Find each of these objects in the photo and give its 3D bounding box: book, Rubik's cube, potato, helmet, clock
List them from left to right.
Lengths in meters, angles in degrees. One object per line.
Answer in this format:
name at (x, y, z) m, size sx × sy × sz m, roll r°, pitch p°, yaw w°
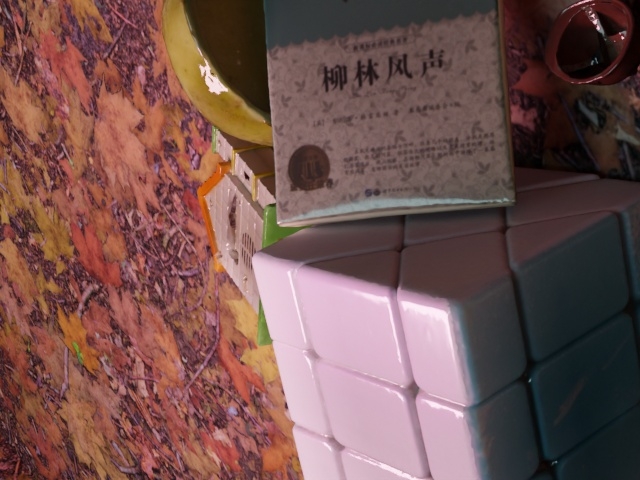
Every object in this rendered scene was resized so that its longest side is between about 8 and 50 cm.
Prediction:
potato at (-0.078, -0.239, 1.479) m, size 0.213 × 0.280 × 0.330 m, roll -13°, pitch 102°, yaw 54°
clock at (-0.078, -0.022, 1.751) m, size 0.255 × 0.106 × 0.219 m, roll -129°, pitch 36°, yaw -48°
book at (0.064, -0.211, 1.305) m, size 0.264 × 0.031 × 0.379 m, roll -6°, pitch 87°, yaw 24°
Rubik's cube at (0.166, 0.119, 1.330) m, size 0.319 × 0.322 × 0.315 m, roll 11°, pitch 119°, yaw 50°
helmet at (0.275, -0.184, 1.218) m, size 0.111 × 0.057 × 0.089 m, roll 27°, pitch 97°, yaw 56°
